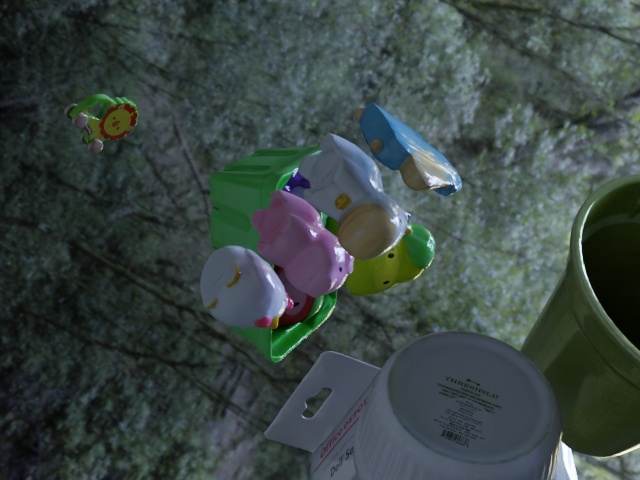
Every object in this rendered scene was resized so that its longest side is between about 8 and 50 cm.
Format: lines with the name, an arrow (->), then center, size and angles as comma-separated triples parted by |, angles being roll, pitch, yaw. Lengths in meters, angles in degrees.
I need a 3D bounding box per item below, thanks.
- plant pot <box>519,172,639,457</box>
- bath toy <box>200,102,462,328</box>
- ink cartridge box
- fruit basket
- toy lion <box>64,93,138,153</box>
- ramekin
plant pot -> 0.352, 0.111, 0.983 | 0.276, 0.276, 0.254 | -48, 168, -36
bath toy -> 0.000, 0.000, 1.055 | 0.129, 0.151, 0.348 | 25, 127, -37
ink cartridge box -> 0.118, 0.292, 1.105 | 0.119, 0.353, 0.207 | -84, -159, -51
fruit basket -> 0.004, 0.021, 1.593 | 0.283, 0.392, 0.392 | -36, 153, -52
toy lion -> -0.320, -0.182, 1.316 | 0.096, 0.034, 0.100 | -37, 151, -12
ramekin -> 0.140, 0.185, 0.874 | 0.207, 0.207, 0.109 | -46, 152, -41
